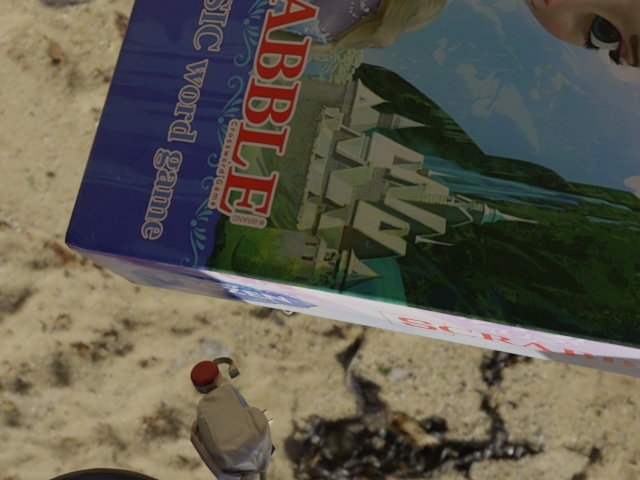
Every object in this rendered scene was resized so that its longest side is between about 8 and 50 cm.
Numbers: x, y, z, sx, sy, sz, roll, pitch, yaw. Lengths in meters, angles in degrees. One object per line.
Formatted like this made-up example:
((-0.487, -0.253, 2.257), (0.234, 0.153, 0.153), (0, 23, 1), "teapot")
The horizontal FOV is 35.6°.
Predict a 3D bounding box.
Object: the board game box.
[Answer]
((0.094, -0.115, 0.375), (0.317, 0.319, 0.066), (9, 168, 18), "board game box")

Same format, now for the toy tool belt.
((-0.056, 0.119, 0.632), (0.083, 0.052, 0.051), (53, 168, 45), "toy tool belt")

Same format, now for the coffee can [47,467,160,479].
((-0.176, 0.317, 0.838), (0.201, 0.202, 0.275), (29, 157, 6), "coffee can")

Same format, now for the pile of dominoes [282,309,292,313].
((0.000, 0.000, 1.440), (0.251, 0.040, 0.196), (-15, 108, 31), "pile of dominoes")
